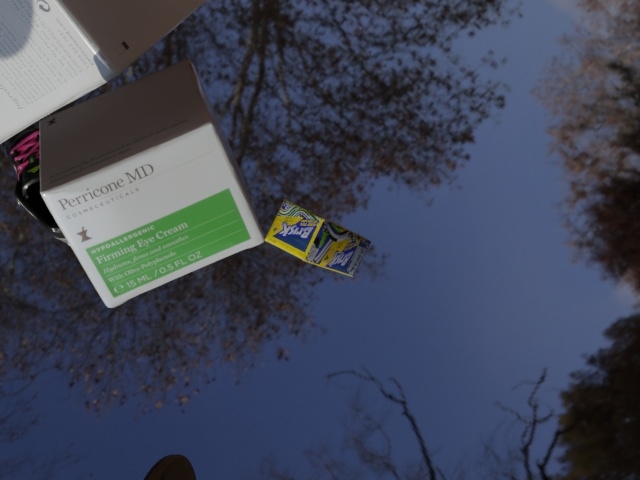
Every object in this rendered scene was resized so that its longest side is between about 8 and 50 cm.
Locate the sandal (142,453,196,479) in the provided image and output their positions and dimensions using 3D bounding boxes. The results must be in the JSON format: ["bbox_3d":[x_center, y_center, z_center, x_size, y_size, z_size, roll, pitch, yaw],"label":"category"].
[{"bbox_3d":[-0.175,0.321,0.962,0.219,0.060,0.090,-54,-53,-70],"label":"sandal"}]

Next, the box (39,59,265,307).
[{"bbox_3d":[-0.100,-0.036,0.503,0.102,0.101,0.087,-118,6,-56],"label":"box"}]

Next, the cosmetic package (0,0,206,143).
[{"bbox_3d":[-0.199,-0.197,0.662,0.138,0.224,0.224,53,-136,-20],"label":"cosmetic package"}]

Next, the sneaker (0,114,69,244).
[{"bbox_3d":[-0.258,-0.066,0.802,0.170,0.063,0.075,58,-179,10],"label":"sneaker"}]

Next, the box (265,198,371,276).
[{"bbox_3d":[0.000,0.000,1.021,0.059,0.054,0.169,27,-179,23],"label":"box"}]
